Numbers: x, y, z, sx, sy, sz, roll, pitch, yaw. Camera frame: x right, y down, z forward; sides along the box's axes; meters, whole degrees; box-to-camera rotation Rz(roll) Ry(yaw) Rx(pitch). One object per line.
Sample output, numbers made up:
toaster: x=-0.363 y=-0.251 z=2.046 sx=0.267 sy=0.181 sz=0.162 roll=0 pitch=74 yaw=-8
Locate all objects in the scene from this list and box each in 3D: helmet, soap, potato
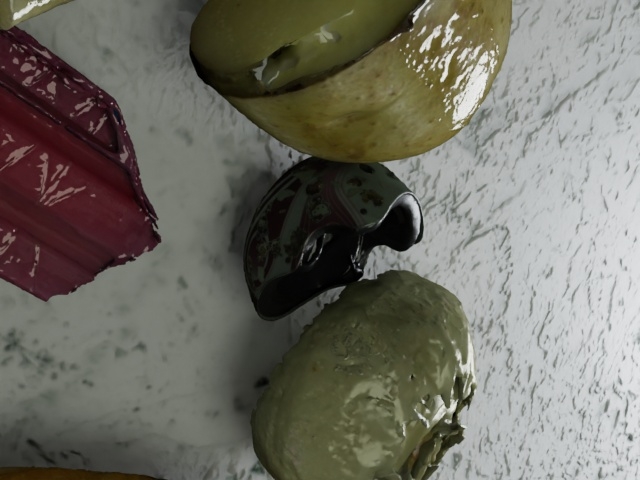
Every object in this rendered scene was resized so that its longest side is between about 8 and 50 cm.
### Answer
helmet: x=-0.002 y=-0.017 z=0.953 sx=0.177 sy=0.107 sz=0.153 roll=-34 pitch=165 yaw=15
soap: x=-0.228 y=-0.060 z=0.785 sx=0.250 sy=0.099 sz=0.162 roll=38 pitch=85 yaw=-39
potato: x=0.050 y=-0.176 z=0.868 sx=0.242 sy=0.243 sz=0.285 roll=46 pitch=64 yaw=-39

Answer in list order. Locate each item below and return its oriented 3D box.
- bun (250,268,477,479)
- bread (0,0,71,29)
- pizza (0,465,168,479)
bun: x=0.060 y=0.158 z=1.009 sx=0.259 sy=0.152 sz=0.259 roll=-36 pitch=150 yaw=-25
bread: x=-0.189 y=-0.227 z=0.716 sx=0.178 sy=0.060 sz=0.139 roll=-39 pitch=105 yaw=-48
pizza: x=-0.248 y=0.372 z=0.953 sx=0.440 sy=0.130 sz=0.406 roll=31 pitch=104 yaw=-38
